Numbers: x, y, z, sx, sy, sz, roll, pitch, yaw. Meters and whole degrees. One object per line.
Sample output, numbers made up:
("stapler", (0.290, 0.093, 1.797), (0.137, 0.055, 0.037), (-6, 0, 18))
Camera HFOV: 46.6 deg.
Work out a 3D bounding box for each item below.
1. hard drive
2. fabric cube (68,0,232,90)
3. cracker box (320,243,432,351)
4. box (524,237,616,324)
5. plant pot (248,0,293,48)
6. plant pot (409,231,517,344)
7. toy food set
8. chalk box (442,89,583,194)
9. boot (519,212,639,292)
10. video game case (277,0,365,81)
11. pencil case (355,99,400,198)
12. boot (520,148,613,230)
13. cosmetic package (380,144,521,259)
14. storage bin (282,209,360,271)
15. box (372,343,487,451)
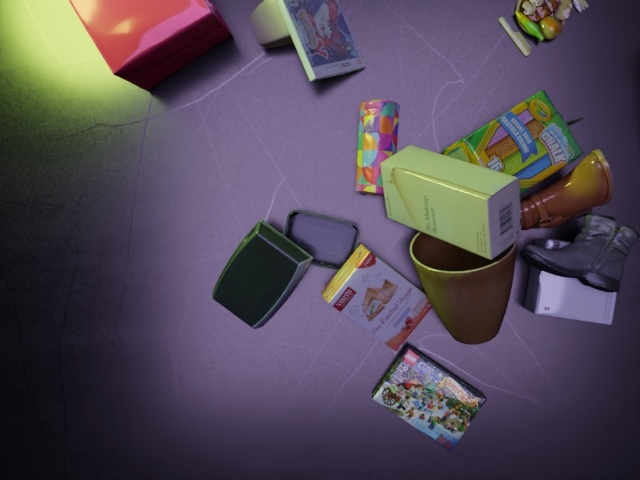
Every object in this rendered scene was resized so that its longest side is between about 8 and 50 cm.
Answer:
("hard drive", (-0.148, 0.091, 1.780), (0.172, 0.054, 0.254), (37, 120, 0))
("fabric cube", (-0.393, -0.532, 1.716), (0.258, 0.259, 0.254), (-32, 91, 5))
("cracker box", (0.139, 0.138, 1.770), (0.232, 0.067, 0.155), (37, 94, -24))
("box", (0.597, 0.095, 1.767), (0.182, 0.119, 0.180), (8, 93, 2))
("plant pot", (-0.109, -0.519, 1.783), (0.096, 0.109, 0.109), (-22, 91, 16))
("plant pot", (0.342, 0.109, 1.724), (0.237, 0.237, 0.254), (-12, 120, 3))
("toy food set", (0.537, -0.549, 1.784), (0.192, 0.038, 0.132), (-39, 90, 3))
("chalk box", (0.465, -0.219, 1.720), (0.289, 0.180, 0.179), (-32, 90, -8))
("boot", (0.581, 0.009, 1.674), (0.247, 0.083, 0.161), (19, 85, -4))
("video game case", (0.005, -0.485, 1.757), (0.183, 0.023, 0.201), (-24, 91, -42))
("pencil case", (0.137, -0.218, 1.787), (0.105, 0.104, 0.236), (4, 95, 2))
("boot", (0.522, -0.100, 1.687), (0.220, 0.283, 0.109), (-14, 75, -3))
("cosmetic package", (0.288, -0.092, 1.662), (0.113, 0.309, 0.160), (-33, 127, -30))
("storage bin", (0.000, 0.000, 1.805), (0.180, 0.084, 0.122), (13, 92, 1))
("box", (0.266, 0.385, 1.828), (0.233, 0.044, 0.159), (33, 93, 1))
